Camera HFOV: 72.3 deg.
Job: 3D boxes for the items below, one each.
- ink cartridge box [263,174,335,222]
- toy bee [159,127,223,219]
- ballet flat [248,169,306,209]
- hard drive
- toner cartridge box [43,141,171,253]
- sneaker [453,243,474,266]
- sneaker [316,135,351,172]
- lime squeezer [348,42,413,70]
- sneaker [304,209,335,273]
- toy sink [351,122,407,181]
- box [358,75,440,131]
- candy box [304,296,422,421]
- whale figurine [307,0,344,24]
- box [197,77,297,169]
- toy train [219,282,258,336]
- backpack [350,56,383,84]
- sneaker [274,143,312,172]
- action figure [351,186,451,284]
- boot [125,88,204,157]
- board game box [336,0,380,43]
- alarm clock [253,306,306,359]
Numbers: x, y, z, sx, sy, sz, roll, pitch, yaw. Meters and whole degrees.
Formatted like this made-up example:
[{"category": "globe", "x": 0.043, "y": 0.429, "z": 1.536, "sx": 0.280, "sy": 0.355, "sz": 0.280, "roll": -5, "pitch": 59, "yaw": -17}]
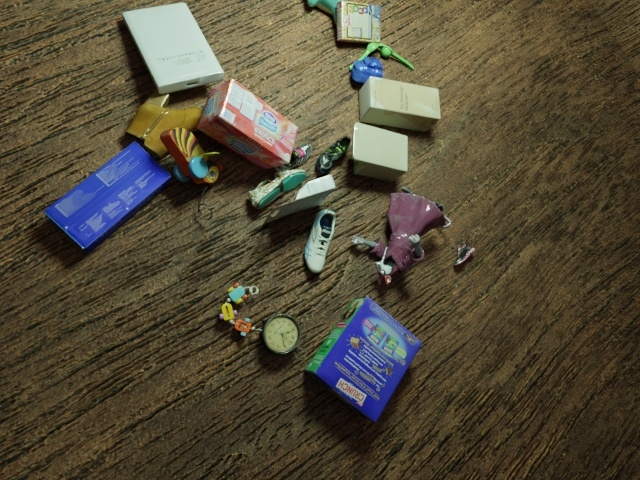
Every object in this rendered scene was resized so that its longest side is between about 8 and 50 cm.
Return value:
[{"category": "ink cartridge box", "x": -0.082, "y": -0.143, "z": 1.518, "sx": 0.232, "sy": 0.189, "sz": 0.066, "roll": -16, "pitch": 82, "yaw": -20}, {"category": "toy bee", "x": -0.413, "y": -0.246, "z": 1.471, "sx": 0.195, "sy": 0.299, "sz": 0.162, "roll": 14, "pitch": 37, "yaw": 20}, {"category": "ballet flat", "x": -0.159, "y": -0.202, "z": 1.569, "sx": 0.241, "sy": 0.091, "sz": 0.077, "roll": -36, "pitch": 68, "yaw": -26}, {"category": "hard drive", "x": -0.519, "y": -0.683, "z": 1.542, "sx": 0.232, "sy": 0.047, "sz": 0.353, "roll": -22, "pitch": 73, "yaw": -22}, {"category": "toner cartridge box", "x": -0.661, "y": -0.140, "z": 1.388, "sx": 0.165, "sy": 0.075, "sz": 0.348, "roll": 44, "pitch": 68, "yaw": -3}, {"category": "sneaker", "x": 0.568, "y": 0.057, "z": 1.768, "sx": 0.119, "sy": 0.047, "sz": 0.057, "roll": -39, "pitch": 76, "yaw": -26}, {"category": "sneaker", "x": 0.050, "y": -0.334, "z": 1.668, "sx": 0.067, "sy": 0.078, "sz": 0.188, "roll": 42, "pitch": 69, "yaw": -4}, {"category": "lime squeezer", "x": 0.260, "y": -0.784, "z": 1.859, "sx": 0.310, "sy": 0.059, "sz": 0.110, "roll": -9, "pitch": 79, "yaw": -21}, {"category": "sneaker", "x": 0.000, "y": 0.000, "z": 1.568, "sx": 0.085, "sy": 0.086, "sz": 0.238, "roll": 16, "pitch": 74, "yaw": -16}, {"category": "toy sink", "x": 0.204, "y": -0.335, "z": 1.692, "sx": 0.234, "sy": 0.131, "sz": 0.153, "roll": 8, "pitch": 74, "yaw": -21}, {"category": "box", "x": 0.320, "y": -0.552, "z": 1.786, "sx": 0.310, "sy": 0.121, "sz": 0.148, "roll": 3, "pitch": 76, "yaw": -18}, {"category": "candy box", "x": 0.149, "y": 0.400, "z": 1.500, "sx": 0.268, "sy": 0.122, "sz": 0.317, "roll": 41, "pitch": 67, "yaw": -6}, {"category": "whale figurine", "x": 0.036, "y": -1.030, "z": 1.799, "sx": 0.216, "sy": 0.141, "sz": 0.272, "roll": -39, "pitch": 94, "yaw": -23}, {"category": "box", "x": -0.240, "y": -0.383, "z": 1.488, "sx": 0.299, "sy": 0.142, "sz": 0.154, "roll": 27, "pitch": 67, "yaw": -40}, {"category": "toy train", "x": -0.269, "y": 0.226, "z": 1.448, "sx": 0.125, "sy": 0.046, "sz": 0.167, "roll": 17, "pitch": 72, "yaw": -20}, {"category": "backpack", "x": 0.187, "y": -0.693, "z": 1.786, "sx": 0.120, "sy": 0.101, "sz": 0.098, "roll": 2, "pitch": 39, "yaw": -13}, {"category": "sneaker", "x": -0.092, "y": -0.311, "z": 1.617, "sx": 0.170, "sy": 0.075, "sz": 0.063, "roll": -34, "pitch": 89, "yaw": -22}, {"category": "action figure", "x": 0.299, "y": 0.002, "z": 1.650, "sx": 0.275, "sy": 0.248, "sz": 0.371, "roll": 34, "pitch": 78, "yaw": -53}, {"category": "boot", "x": -0.488, "y": -0.368, "z": 1.498, "sx": 0.294, "sy": 0.104, "sz": 0.211, "roll": 25, "pitch": 76, "yaw": -7}, {"category": "board game box", "x": 0.160, "y": -0.901, "z": 1.816, "sx": 0.193, "sy": 0.045, "sz": 0.147, "roll": -8, "pitch": 105, "yaw": -28}, {"category": "alarm clock", "x": -0.121, "y": 0.325, "z": 1.459, "sx": 0.192, "sy": 0.064, "sz": 0.129, "roll": 46, "pitch": 67, "yaw": -2}]
